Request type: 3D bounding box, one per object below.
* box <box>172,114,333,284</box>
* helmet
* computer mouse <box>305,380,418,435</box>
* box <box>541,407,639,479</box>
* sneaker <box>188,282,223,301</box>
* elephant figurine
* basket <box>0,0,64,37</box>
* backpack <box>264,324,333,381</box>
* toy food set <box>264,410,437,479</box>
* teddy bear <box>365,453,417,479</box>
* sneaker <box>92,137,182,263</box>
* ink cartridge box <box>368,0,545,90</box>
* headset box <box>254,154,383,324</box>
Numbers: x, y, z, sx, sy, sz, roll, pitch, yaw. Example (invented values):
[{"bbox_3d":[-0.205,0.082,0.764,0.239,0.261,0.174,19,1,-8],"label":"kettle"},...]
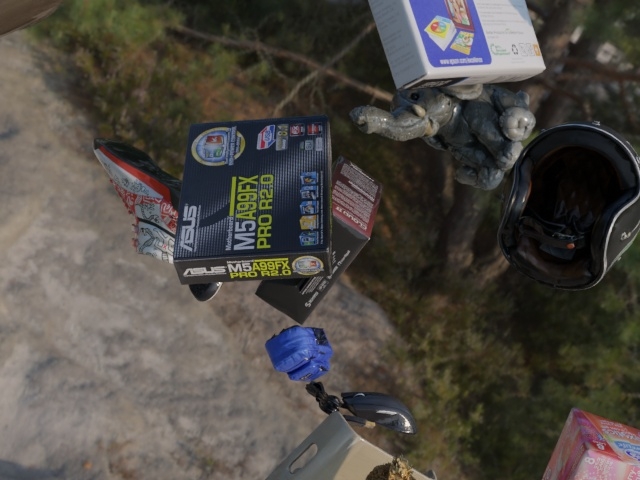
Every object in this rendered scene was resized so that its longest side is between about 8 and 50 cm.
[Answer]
[{"bbox_3d":[-0.091,-0.064,1.341,0.216,0.060,0.270,-3,50,4],"label":"box"},{"bbox_3d":[0.281,-0.045,1.030,0.169,0.169,0.162,29,63,2],"label":"helmet"},{"bbox_3d":[0.105,0.346,1.915,0.262,0.060,0.184,22,3,-13],"label":"computer mouse"},{"bbox_3d":[0.406,0.434,1.417,0.142,0.300,0.154,18,17,2],"label":"box"},{"bbox_3d":[-0.179,0.034,1.722,0.097,0.084,0.235,46,30,-32],"label":"sneaker"},{"bbox_3d":[0.179,-0.191,1.346,0.239,0.169,0.186,28,7,-3],"label":"elephant figurine"},{"bbox_3d":[-0.319,-0.192,0.681,0.204,0.154,0.227,5,31,8],"label":"basket"},{"bbox_3d":[-0.039,0.215,1.777,0.120,0.098,0.101,24,34,-56],"label":"backpack"},{"bbox_3d":[0.060,0.470,1.799,0.306,0.220,0.092,37,12,-35],"label":"toy food set"},{"bbox_3d":[0.079,0.485,1.387,0.113,0.245,0.338,7,21,26],"label":"teddy bear"},{"bbox_3d":[-0.319,-0.066,1.620,0.270,0.145,0.090,32,21,24],"label":"sneaker"},{"bbox_3d":[0.161,-0.356,1.222,0.303,0.072,0.307,-14,85,-47],"label":"ink cartridge box"},{"bbox_3d":[0.000,0.000,1.686,0.110,0.218,0.293,34,24,-6],"label":"headset box"}]
